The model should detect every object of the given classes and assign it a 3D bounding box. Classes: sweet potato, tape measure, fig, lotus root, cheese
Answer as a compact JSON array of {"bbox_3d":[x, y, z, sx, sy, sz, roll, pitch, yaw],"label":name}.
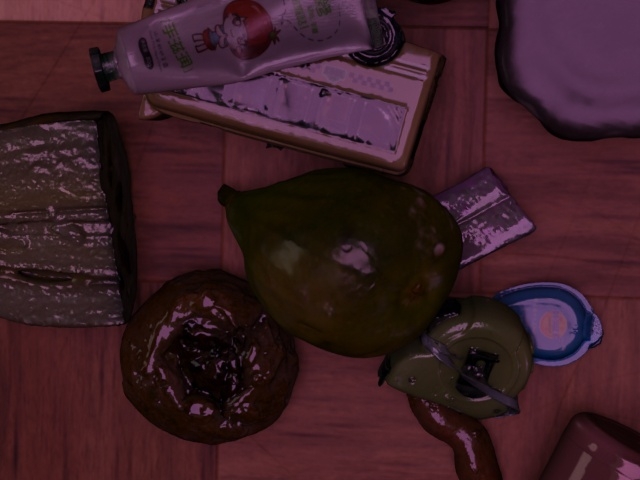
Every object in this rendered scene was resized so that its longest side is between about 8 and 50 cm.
[{"bbox_3d":[0.168,0.237,1.901,0.065,0.051,0.218,-36,89,-7],"label":"sweet potato"},{"bbox_3d":[0.183,0.144,1.839,0.177,0.087,0.154,22,113,-13],"label":"tape measure"},{"bbox_3d":[0.016,0.026,1.807,0.233,0.314,0.233,0,89,-35],"label":"fig"},{"bbox_3d":[-0.373,-0.026,1.896,0.260,0.149,0.267,-4,107,7],"label":"lotus root"},{"bbox_3d":[0.227,0.099,1.893,0.256,0.037,0.106,6,93,12],"label":"cheese"}]

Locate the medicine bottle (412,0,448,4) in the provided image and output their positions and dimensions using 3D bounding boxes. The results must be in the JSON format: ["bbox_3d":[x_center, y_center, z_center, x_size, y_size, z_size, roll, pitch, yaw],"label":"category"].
[{"bbox_3d":[0.127,-0.346,1.761,0.131,0.250,0.131,1,95,6],"label":"medicine bottle"}]

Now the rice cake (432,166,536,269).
[{"bbox_3d":[0.116,0.015,1.887,0.298,0.050,0.106,-30,83,8],"label":"rice cake"}]

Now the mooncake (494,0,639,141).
[{"bbox_3d":[0.343,-0.266,1.794,0.306,0.154,0.306,0,94,5],"label":"mooncake"}]

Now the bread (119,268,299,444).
[{"bbox_3d":[-0.143,0.148,1.894,0.229,0.123,0.230,0,93,8],"label":"bread"}]

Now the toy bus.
[{"bbox_3d":[-0.041,-0.204,1.828,0.365,0.177,0.202,16,96,6],"label":"toy bus"}]

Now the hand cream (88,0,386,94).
[{"bbox_3d":[-0.097,-0.238,1.720,0.335,0.076,0.121,-15,90,-1],"label":"hand cream"}]

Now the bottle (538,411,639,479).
[{"bbox_3d":[0.309,0.367,1.847,0.206,0.173,0.297,32,101,35],"label":"bottle"}]
